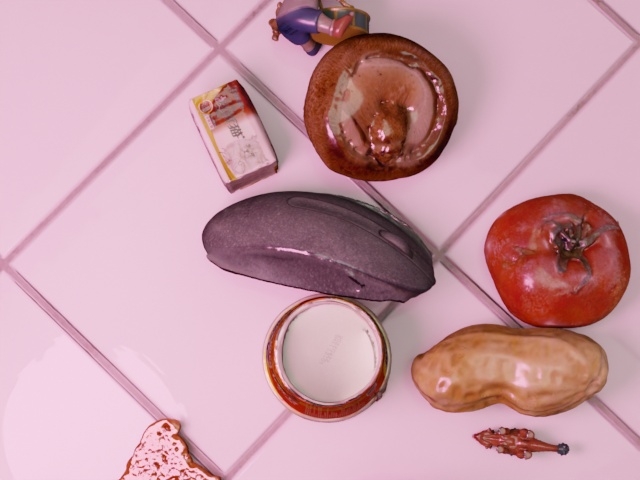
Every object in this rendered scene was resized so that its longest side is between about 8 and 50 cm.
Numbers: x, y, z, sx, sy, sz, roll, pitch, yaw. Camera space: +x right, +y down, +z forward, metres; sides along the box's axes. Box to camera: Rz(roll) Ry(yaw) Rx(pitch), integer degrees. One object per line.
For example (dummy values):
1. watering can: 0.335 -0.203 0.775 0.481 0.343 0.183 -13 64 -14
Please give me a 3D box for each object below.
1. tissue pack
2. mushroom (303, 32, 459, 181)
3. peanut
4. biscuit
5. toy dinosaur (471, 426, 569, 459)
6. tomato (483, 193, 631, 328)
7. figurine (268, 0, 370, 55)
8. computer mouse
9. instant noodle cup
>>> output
1. tissue pack: -0.137 -0.166 1.931 0.099 0.106 0.148 -24 84 -4
2. mushroom: 0.093 -0.209 1.911 0.253 0.153 0.253 -1 93 -17
3. peanut: 0.294 0.203 1.878 0.306 0.147 0.147 4 83 2
4. biscuit: -0.248 0.418 1.885 0.183 0.043 0.280 2 87 5
5. toy dinosaur: 0.316 0.321 1.904 0.154 0.055 0.049 8 80 8
6. tomato: 0.381 0.025 1.913 0.237 0.095 0.236 1 73 -3
7. figurine: 0.005 -0.445 1.956 0.158 0.161 0.275 5 83 -26
8. computer mouse: 0.000 -0.002 1.869 0.374 0.203 0.114 9 116 4
9. instant noodle cup: 0.012 0.176 1.856 0.213 0.174 0.213 0 82 -1
